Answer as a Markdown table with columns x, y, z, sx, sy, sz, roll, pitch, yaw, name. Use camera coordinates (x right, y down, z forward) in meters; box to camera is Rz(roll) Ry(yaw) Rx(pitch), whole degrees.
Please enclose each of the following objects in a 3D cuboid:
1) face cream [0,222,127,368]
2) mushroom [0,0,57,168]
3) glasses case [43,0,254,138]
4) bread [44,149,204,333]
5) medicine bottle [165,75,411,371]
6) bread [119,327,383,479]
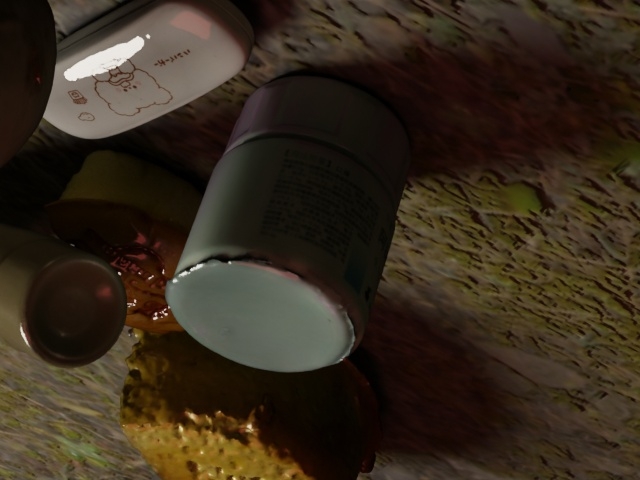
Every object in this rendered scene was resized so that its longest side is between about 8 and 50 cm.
| x | y | z | sx | sy | sz | roll | pitch | yaw | name |
| --- | --- | --- | --- | --- | --- | --- | --- | --- | --- |
| -0.256 | 0.021 | 1.393 | 0.137 | 0.084 | 0.341 | 42 | 166 | -31 | face cream |
| -0.284 | -0.174 | 1.110 | 0.297 | 0.297 | 0.290 | 25 | 107 | -10 | mushroom |
| -0.125 | -0.119 | 1.247 | 0.193 | 0.049 | 0.074 | -19 | 131 | 42 | glasses case |
| -0.130 | 0.006 | 1.386 | 0.125 | 0.086 | 0.156 | 9 | 143 | 12 | bread |
| -0.017 | -0.012 | 1.241 | 0.135 | 0.168 | 0.135 | 11 | 145 | 8 | medicine bottle |
| -0.038 | 0.154 | 1.490 | 0.147 | 0.160 | 0.260 | -12 | 129 | 27 | bread |
